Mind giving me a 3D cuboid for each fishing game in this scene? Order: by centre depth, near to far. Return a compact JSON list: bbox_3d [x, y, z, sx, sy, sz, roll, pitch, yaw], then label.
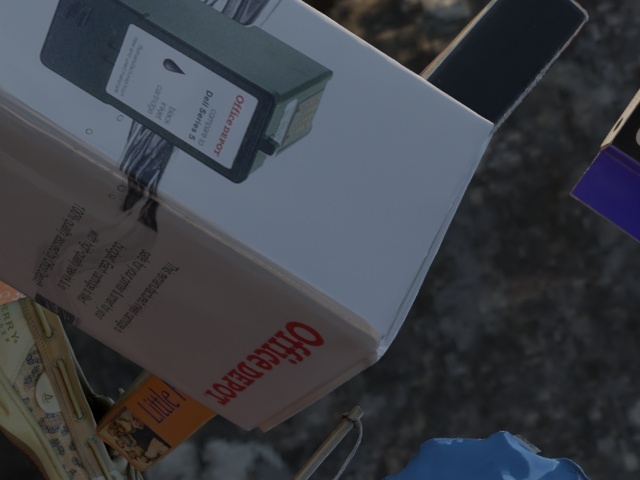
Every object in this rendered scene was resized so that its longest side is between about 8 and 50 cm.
[{"bbox_3d":[0.077,0.188,0.961,0.264,0.189,0.041,20,-31,39],"label":"fishing game"}]

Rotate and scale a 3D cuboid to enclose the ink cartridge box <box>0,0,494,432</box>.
[{"bbox_3d":[-0.092,-0.046,0.740,0.115,0.273,0.198,-61,-172,-22],"label":"ink cartridge box"}]

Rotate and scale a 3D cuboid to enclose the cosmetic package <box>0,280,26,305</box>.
[{"bbox_3d":[-0.205,-0.157,1.501,0.161,0.453,0.230,39,27,26],"label":"cosmetic package"}]

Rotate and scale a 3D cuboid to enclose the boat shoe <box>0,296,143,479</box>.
[{"bbox_3d":[-0.197,0.148,1.399,0.104,0.089,0.285,60,0,40],"label":"boat shoe"}]

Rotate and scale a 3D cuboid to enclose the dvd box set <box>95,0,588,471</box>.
[{"bbox_3d":[0.000,0.000,1.250,0.062,0.307,0.420,43,-30,-2],"label":"dvd box set"}]

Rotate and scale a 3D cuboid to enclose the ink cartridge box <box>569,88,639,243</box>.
[{"bbox_3d":[0.339,-0.061,1.363,0.206,0.208,0.045,34,14,4],"label":"ink cartridge box"}]
